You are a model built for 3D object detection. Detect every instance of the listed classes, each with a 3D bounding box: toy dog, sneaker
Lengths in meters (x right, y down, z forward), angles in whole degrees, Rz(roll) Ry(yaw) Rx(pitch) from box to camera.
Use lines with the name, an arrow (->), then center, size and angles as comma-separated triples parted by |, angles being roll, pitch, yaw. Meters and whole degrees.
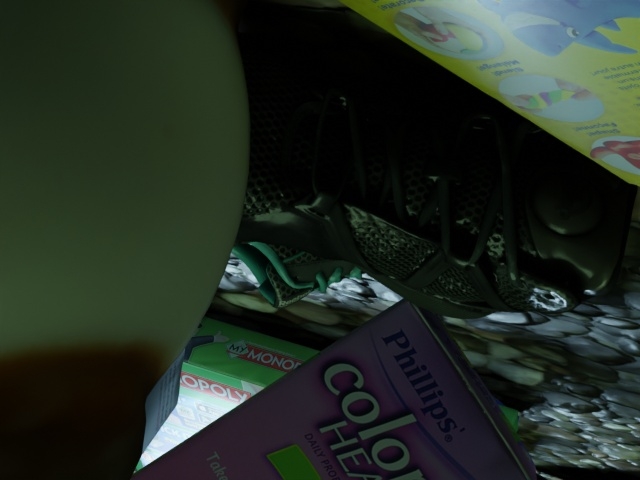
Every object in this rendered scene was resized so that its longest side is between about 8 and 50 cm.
toy dog -> -0.210, -0.074, 0.359 | 0.408, 0.285, 0.395 | 25, 143, -27
sneaker -> 0.032, -0.027, 0.532 | 0.227, 0.087, 0.130 | 24, 160, -36
sneaker -> 0.000, 0.000, 0.656 | 0.166, 0.076, 0.065 | 18, 164, -8

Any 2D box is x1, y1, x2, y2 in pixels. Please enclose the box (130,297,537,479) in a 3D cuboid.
box -> -0.013, 0.147, 0.762 | 0.117, 0.243, 0.213 | 57, -177, 9

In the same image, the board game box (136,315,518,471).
board game box -> -0.009, 0.160, 1.043 | 0.317, 0.046, 0.213 | 16, 140, 21

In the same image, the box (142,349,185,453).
box -> -0.180, 0.096, 0.744 | 0.126, 0.231, 0.262 | 29, 152, 10

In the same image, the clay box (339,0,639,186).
clay box -> 0.086, -0.075, 0.381 | 0.222, 0.053, 0.127 | 26, 161, -33

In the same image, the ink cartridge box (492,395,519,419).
ink cartridge box -> 0.038, 0.127, 1.078 | 0.207, 0.046, 0.097 | 6, 161, 31

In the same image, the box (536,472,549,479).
box -> 0.279, 0.280, 1.227 | 0.184, 0.045, 0.190 | 30, 178, -24
